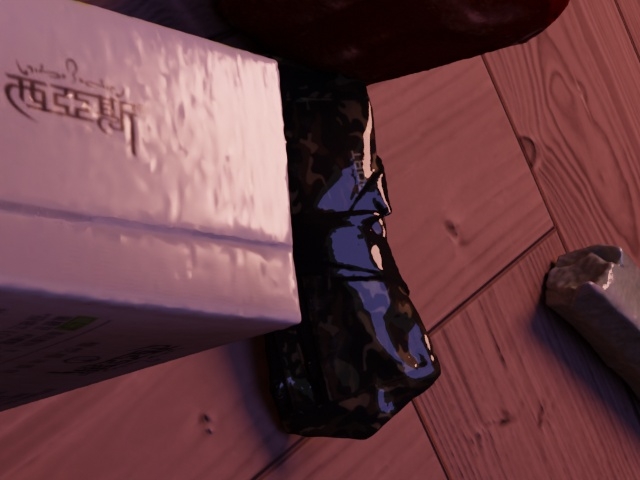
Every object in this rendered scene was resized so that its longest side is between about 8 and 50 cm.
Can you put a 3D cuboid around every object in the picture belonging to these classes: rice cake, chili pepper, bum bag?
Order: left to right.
[{"bbox_3d":[0.001,0.000,0.768,0.069,0.102,0.248,-5,80,-82],"label":"bum bag"},{"bbox_3d":[0.043,-0.163,0.753,0.136,0.253,0.144,-27,105,-28],"label":"chili pepper"},{"bbox_3d":[0.261,0.078,1.028,0.206,0.069,0.063,41,53,-26],"label":"rice cake"}]

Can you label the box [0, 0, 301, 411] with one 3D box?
[{"bbox_3d":[-0.165,0.002,0.468,0.194,0.260,0.111,11,66,-45],"label":"box"}]
